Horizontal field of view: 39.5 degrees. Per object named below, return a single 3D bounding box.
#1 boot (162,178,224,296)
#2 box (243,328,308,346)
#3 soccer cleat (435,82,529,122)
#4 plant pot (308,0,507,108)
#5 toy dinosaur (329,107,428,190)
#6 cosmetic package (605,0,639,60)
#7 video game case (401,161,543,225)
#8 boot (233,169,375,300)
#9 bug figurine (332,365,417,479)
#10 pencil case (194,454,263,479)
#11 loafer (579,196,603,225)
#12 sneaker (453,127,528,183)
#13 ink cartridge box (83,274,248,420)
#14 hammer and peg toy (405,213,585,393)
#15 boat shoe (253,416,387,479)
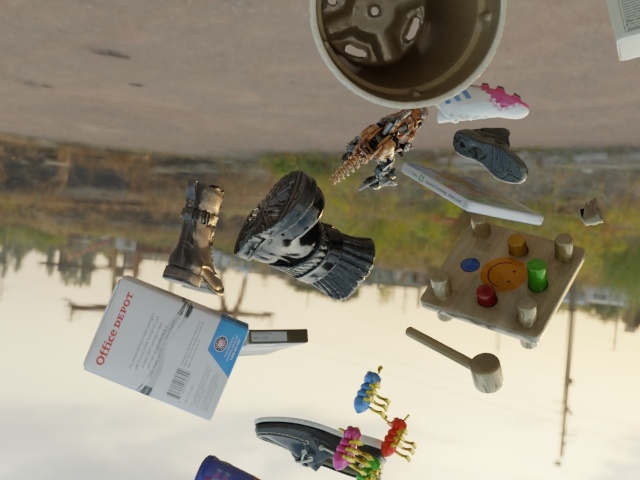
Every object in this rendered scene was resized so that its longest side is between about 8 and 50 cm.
[{"bbox_3d":[-0.245,-0.006,1.924,0.091,0.229,0.263,12,171,14],"label":"boot"},{"bbox_3d":[-0.137,0.220,1.915,0.136,0.036,0.225,2,165,-28],"label":"box"},{"bbox_3d":[0.401,-0.370,2.453,0.331,0.143,0.116,22,179,15],"label":"soccer cleat"},{"bbox_3d":[0.124,-0.417,1.602,0.334,0.333,0.305,6,-168,-10],"label":"plant pot"},{"bbox_3d":[0.139,-0.245,2.282,0.322,0.164,0.218,-16,159,-22],"label":"toy dinosaur"},{"bbox_3d":[0.556,-0.486,1.528,0.160,0.309,0.113,-12,167,19],"label":"cosmetic package"},{"bbox_3d":[0.286,-0.089,1.680,0.212,0.023,0.193,8,-160,-39],"label":"video game case"},{"bbox_3d":[0.001,-0.003,1.748,0.260,0.131,0.348,25,159,-14],"label":"boot"},{"bbox_3d":[0.102,0.391,1.780,0.072,0.216,0.279,11,146,32],"label":"bug figurine"},{"bbox_3d":[-0.179,0.656,2.234,0.306,0.133,0.119,23,173,18],"label":"pencil case"},{"bbox_3d":[0.681,-0.073,2.255,0.050,0.056,0.148,-17,-174,16],"label":"loafer"},{"bbox_3d":[0.438,-0.214,2.148,0.130,0.087,0.227,-16,-146,-29],"label":"sneaker"},{"bbox_3d":[-0.212,0.147,1.246,0.191,0.139,0.082,23,179,-3],"label":"ink cartridge box"},{"bbox_3d":[0.332,0.108,1.762,0.266,0.361,0.127,18,143,31],"label":"hammer and peg toy"},{"bbox_3d":[0.001,0.437,1.863,0.303,0.091,0.114,15,156,-13],"label":"boat shoe"}]
